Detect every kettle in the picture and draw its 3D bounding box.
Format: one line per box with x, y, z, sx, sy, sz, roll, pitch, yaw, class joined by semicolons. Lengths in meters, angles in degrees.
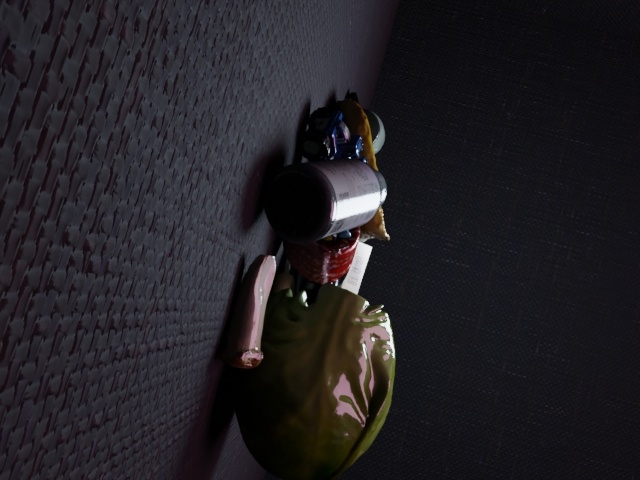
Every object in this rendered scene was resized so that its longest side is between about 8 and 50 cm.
0.137;-0.405;2.025;0.236;0.161;0.221;-31;109;-81;kettle

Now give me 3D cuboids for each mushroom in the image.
-0.124;0.124;1.015;0.084;0.071;0.209;10;92;-54;mushroom

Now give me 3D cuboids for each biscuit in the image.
0.096;-0.185;1.678;0.429;0.104;0.446;-123;-156;-82;biscuit

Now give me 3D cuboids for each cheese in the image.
-0.091;0.109;1.479;0.092;0.047;0.171;93;8;-62;cheese

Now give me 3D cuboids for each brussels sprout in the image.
-0.016;0.329;1.243;0.425;0.342;0.361;81;16;-54;brussels sprout

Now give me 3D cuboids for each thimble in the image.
0.000;-0.005;1.355;0.163;0.189;0.125;-19;146;-26;thimble

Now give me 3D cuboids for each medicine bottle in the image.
0.027;-0.084;1.102;0.293;0.141;0.141;-19;127;-58;medicine bottle

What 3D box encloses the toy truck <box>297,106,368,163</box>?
0.034;-0.183;1.285;0.208;0.126;0.113;76;27;-47;toy truck

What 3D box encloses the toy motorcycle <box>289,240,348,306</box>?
-0.018;0.054;1.608;0.416;0.172;0.232;-91;-156;-46;toy motorcycle

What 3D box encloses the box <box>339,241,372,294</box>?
0.028;0.073;1.737;0.256;0.069;0.164;10;-101;54;box

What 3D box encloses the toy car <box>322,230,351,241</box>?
-0.008;-0.066;1.237;0.098;0.161;0.126;77;28;-58;toy car
